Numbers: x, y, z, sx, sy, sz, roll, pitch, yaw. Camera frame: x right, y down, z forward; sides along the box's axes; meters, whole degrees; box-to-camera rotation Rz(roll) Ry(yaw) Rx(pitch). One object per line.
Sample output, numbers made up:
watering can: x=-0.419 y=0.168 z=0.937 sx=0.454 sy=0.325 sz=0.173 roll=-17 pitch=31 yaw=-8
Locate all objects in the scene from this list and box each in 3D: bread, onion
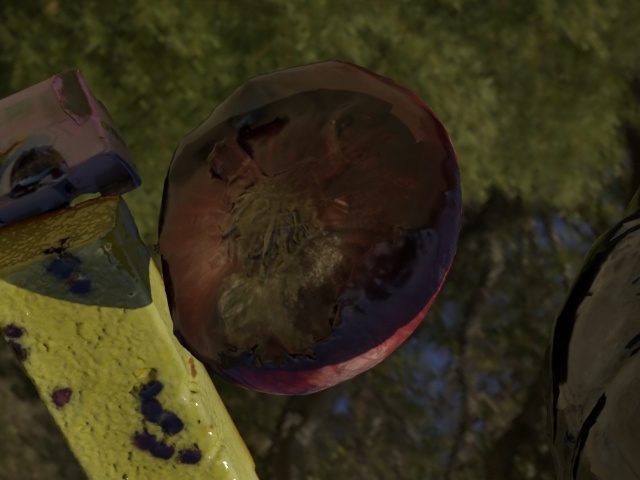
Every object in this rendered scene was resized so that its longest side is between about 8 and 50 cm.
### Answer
bread: x=-0.172 y=0.133 z=1.438 sx=0.138 sy=0.361 sz=0.077 roll=-18 pitch=-148 yaw=9
onion: x=0.000 y=0.000 z=1.278 sx=0.272 sy=0.195 sz=0.272 roll=-14 pitch=-123 yaw=24

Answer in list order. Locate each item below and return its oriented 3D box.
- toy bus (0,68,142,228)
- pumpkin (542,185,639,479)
toy bus: x=-0.301 y=-0.049 z=1.412 sx=0.274 sy=0.090 sz=0.112 roll=-22 pitch=-116 yaw=6
pumpkin: x=0.309 y=0.089 z=0.922 sx=0.363 sy=0.266 sz=0.363 roll=-17 pitch=-137 yaw=17
